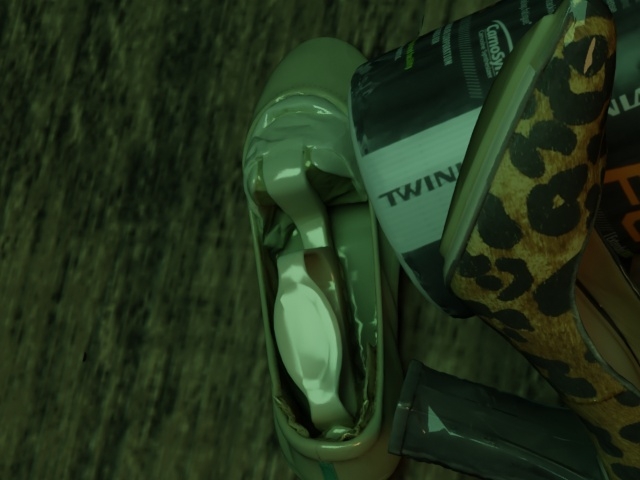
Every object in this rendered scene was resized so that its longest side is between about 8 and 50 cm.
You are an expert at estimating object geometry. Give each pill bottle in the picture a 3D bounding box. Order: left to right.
[{"bbox_3d":[0.146,-0.065,0.738,0.245,0.130,0.130,-22,65,19],"label":"pill bottle"}]

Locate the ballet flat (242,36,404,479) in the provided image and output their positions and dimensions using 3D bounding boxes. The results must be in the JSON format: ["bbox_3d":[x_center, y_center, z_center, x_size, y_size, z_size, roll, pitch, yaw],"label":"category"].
[{"bbox_3d":[0.000,0.000,0.818,0.086,0.086,0.248,-16,67,21],"label":"ballet flat"}]

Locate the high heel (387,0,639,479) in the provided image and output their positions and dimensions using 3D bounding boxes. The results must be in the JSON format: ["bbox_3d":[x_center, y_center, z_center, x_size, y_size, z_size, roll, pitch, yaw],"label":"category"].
[{"bbox_3d":[0.137,0.023,0.652,0.186,0.261,0.093,16,46,5],"label":"high heel"}]
